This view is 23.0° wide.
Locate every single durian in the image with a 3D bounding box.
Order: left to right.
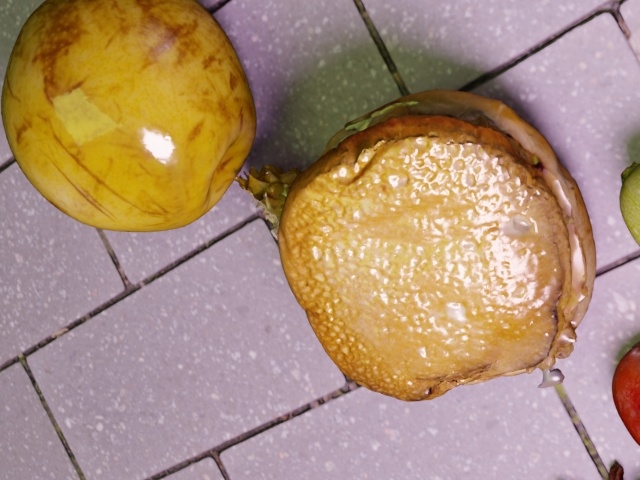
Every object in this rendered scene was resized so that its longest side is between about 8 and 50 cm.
[{"bbox_3d":[0.007,-0.007,1.680,0.224,0.078,0.140,47,172,1],"label":"durian"}]

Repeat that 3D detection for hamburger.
[{"bbox_3d":[0.118,0.013,1.524,0.289,0.170,0.314,-18,107,25],"label":"hamburger"}]

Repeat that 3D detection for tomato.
[{"bbox_3d":[0.341,0.152,1.479,0.159,0.091,0.139,-26,90,38],"label":"tomato"}]

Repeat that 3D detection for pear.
[{"bbox_3d":[-0.204,-0.142,1.683,0.280,0.280,0.281,13,113,33],"label":"pear"}]

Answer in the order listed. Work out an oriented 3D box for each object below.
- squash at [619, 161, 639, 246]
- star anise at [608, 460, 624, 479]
[{"bbox_3d":[0.374,-0.008,1.377,0.247,0.132,0.132,20,117,33],"label":"squash"},{"bbox_3d":[0.279,0.291,1.542,0.158,0.144,0.141,-8,85,40],"label":"star anise"}]
